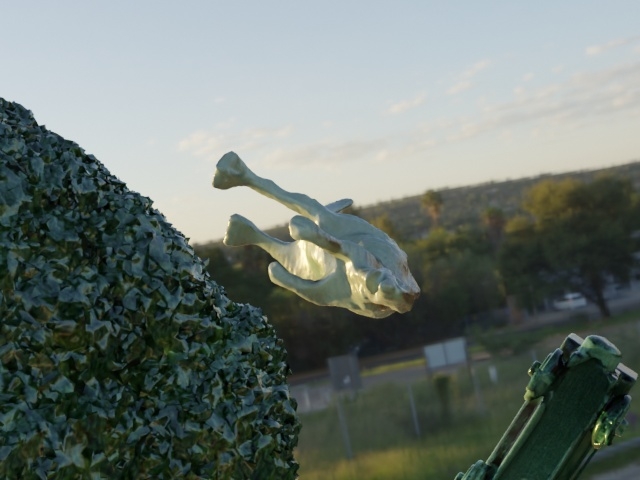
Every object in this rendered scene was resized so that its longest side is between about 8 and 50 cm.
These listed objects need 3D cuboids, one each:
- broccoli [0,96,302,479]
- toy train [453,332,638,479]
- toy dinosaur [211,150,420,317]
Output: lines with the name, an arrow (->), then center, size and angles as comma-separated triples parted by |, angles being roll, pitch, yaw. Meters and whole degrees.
broccoli -> -0.160, 0.066, 0.406 | 0.294, 0.265, 0.245 | -6, -40, -17
toy train -> 0.149, 0.137, 0.637 | 0.070, 0.172, 0.099 | 34, 14, 18
toy dinosaur -> 0.000, 0.000, 0.884 | 0.205, 0.092, 0.393 | 24, 3, 5
